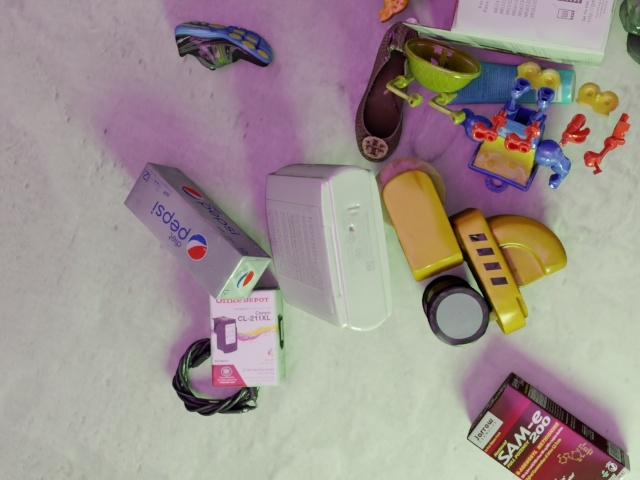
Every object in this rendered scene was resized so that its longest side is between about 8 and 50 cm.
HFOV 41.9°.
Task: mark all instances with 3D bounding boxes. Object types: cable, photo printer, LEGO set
[{"bbox_3d":[-0.204,0.259,1.601,0.184,0.047,0.151,-2,97,18],"label":"cable"},{"bbox_3d":[0.000,0.000,1.385,0.107,0.307,0.256,-12,99,-21],"label":"photo printer"},{"bbox_3d":[0.141,-0.426,1.369,0.093,0.087,0.227,-6,98,18],"label":"LEGO set"}]

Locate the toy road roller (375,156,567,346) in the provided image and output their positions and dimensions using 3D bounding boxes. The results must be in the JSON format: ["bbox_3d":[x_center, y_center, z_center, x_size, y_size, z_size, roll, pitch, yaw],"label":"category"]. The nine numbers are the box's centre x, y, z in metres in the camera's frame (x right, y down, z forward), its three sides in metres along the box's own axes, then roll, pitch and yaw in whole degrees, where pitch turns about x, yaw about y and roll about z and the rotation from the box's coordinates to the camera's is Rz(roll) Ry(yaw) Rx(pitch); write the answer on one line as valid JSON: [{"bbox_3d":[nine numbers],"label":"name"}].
[{"bbox_3d":[0.242,-0.004,1.351,0.240,0.202,0.330,-25,91,4],"label":"toy road roller"}]

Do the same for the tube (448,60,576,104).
[{"bbox_3d":[0.307,-0.255,1.365,0.207,0.052,0.080,8,100,21],"label":"tube"}]

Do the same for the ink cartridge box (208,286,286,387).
[{"bbox_3d":[-0.134,0.175,1.531,0.127,0.072,0.175,-3,89,8],"label":"ink cartridge box"}]

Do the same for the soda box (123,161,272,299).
[{"bbox_3d":[-0.224,-0.018,1.500,0.286,0.091,0.098,42,108,26],"label":"soda box"}]

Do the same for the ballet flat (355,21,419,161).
[{"bbox_3d":[0.111,-0.240,1.394,0.084,0.058,0.250,16,120,1],"label":"ballet flat"}]

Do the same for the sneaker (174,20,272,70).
[{"bbox_3d":[-0.173,-0.341,1.499,0.188,0.067,0.078,14,124,13],"label":"sneaker"}]

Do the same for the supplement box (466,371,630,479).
[{"bbox_3d":[0.384,0.351,1.419,0.239,0.073,0.130,35,107,10],"label":"supplement box"}]

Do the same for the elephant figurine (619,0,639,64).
[{"bbox_3d":[0.580,-0.332,1.221,0.239,0.169,0.186,-19,122,4],"label":"elephant figurine"}]

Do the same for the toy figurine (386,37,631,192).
[{"bbox_3d":[0.269,-0.150,1.322,0.362,0.191,0.217,22,143,11],"label":"toy figurine"}]

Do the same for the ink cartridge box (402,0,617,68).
[{"bbox_3d":[0.286,-0.342,1.217,0.271,0.309,0.130,12,102,15],"label":"ink cartridge box"}]
